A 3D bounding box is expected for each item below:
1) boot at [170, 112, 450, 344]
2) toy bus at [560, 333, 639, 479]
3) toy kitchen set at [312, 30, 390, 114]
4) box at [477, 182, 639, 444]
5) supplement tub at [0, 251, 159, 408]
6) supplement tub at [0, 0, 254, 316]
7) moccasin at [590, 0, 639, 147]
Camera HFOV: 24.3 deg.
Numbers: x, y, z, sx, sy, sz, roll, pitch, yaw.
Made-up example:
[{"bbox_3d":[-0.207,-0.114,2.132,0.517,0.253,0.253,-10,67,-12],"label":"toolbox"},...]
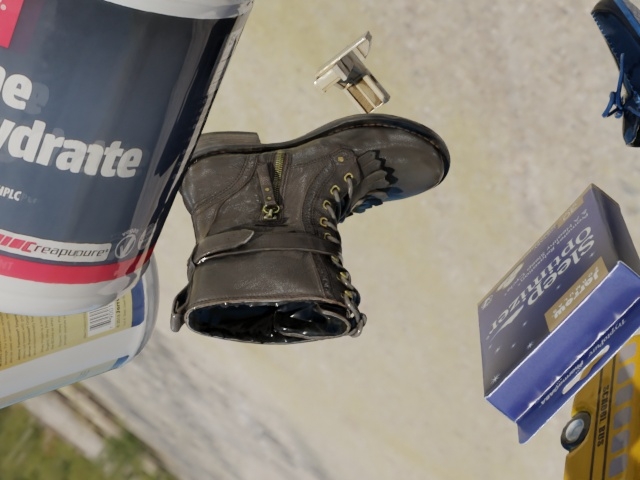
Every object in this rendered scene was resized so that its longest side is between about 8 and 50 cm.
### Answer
[{"bbox_3d":[0.000,0.000,1.197,0.229,0.263,0.091,-108,15,-51],"label":"boot"},{"bbox_3d":[0.345,0.272,1.661,0.108,0.332,0.130,36,132,-19],"label":"toy bus"},{"bbox_3d":[0.046,-0.168,1.551,0.075,0.068,0.083,50,-159,-10],"label":"toy kitchen set"},{"bbox_3d":[0.172,0.046,1.072,0.036,0.136,0.225,39,-163,-10],"label":"box"},{"bbox_3d":[-0.348,0.060,1.510,0.228,0.316,0.228,21,119,44],"label":"supplement tub"},{"bbox_3d":[-0.144,-0.114,0.806,0.191,0.272,0.191,20,-156,-9],"label":"supplement tub"},{"bbox_3d":[0.411,-0.149,1.808,0.138,0.117,0.342,8,-131,-54],"label":"moccasin"}]
